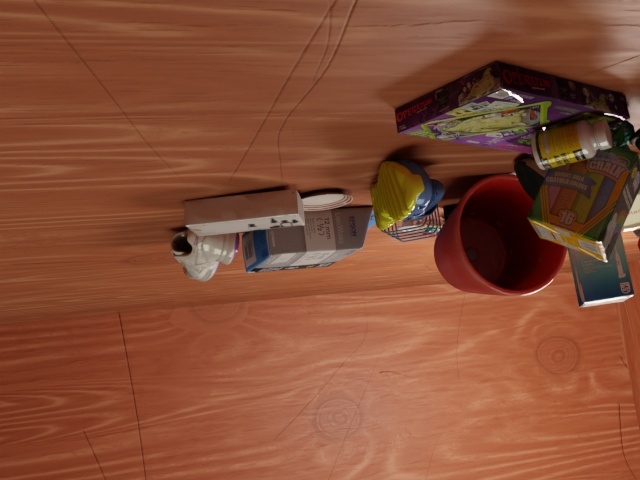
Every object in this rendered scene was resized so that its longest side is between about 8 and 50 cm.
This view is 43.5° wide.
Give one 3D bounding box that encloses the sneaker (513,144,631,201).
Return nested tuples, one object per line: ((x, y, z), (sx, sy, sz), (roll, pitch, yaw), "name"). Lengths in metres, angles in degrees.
((0.523, -0.144, 1.587), (0.178, 0.123, 0.295), (-32, -158, -8), "sneaker")

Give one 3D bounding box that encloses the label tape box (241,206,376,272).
((0.000, 0.000, 2.020), (0.348, 0.115, 0.249), (-2, 169, -19), "label tape box")

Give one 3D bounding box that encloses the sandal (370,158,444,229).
((0.185, -0.099, 1.614), (0.138, 0.126, 0.317), (-10, 178, -4), "sandal")

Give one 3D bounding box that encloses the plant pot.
((0.395, 0.010, 1.872), (0.275, 0.274, 0.243), (-5, 169, -14), "plant pot")

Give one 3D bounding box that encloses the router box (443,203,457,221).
((0.412, -0.035, 2.053), (0.179, 0.133, 0.046), (-9, 170, 13), "router box")

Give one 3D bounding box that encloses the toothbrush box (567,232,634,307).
((0.721, 0.018, 2.113), (0.126, 0.295, 0.216), (-9, 171, 12), "toothbrush box")

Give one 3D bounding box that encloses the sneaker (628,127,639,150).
((0.652, -0.166, 1.442), (0.107, 0.124, 0.283), (-47, 156, 24), "sneaker")

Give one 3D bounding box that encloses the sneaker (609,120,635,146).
((0.489, -0.193, 1.481), (0.167, 0.064, 0.076), (-7, -173, 17), "sneaker")

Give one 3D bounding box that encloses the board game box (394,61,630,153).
((0.314, -0.204, 1.294), (0.347, 0.056, 0.208), (2, 162, -41), "board game box")

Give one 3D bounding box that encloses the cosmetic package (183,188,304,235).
((-0.159, -0.056, 1.697), (0.239, 0.060, 0.099), (-6, 164, 6), "cosmetic package")

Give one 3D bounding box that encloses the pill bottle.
((0.408, -0.158, 1.302), (0.116, 0.065, 0.065), (-14, 168, 32), "pill bottle")

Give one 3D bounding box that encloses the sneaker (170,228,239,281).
((-0.308, 0.019, 1.994), (0.152, 0.114, 0.305), (12, 159, -21), "sneaker")

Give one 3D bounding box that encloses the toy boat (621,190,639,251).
((0.751, -0.078, 1.905), (0.268, 0.148, 0.318), (-15, 135, 24), "toy boat")

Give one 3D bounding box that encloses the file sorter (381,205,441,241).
((0.202, -0.063, 1.834), (0.118, 0.104, 0.170), (-11, 169, 18), "file sorter")

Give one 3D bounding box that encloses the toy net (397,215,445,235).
((0.290, -0.045, 2.178), (0.232, 0.045, 0.122), (1, 169, -33), "toy net")

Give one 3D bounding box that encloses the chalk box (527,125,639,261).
((0.464, -0.095, 1.375), (0.132, 0.213, 0.132), (22, 174, 30), "chalk box")

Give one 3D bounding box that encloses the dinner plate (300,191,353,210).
((0.002, -0.090, 1.787), (0.141, 0.017, 0.141), (-8, 171, -1), "dinner plate")
